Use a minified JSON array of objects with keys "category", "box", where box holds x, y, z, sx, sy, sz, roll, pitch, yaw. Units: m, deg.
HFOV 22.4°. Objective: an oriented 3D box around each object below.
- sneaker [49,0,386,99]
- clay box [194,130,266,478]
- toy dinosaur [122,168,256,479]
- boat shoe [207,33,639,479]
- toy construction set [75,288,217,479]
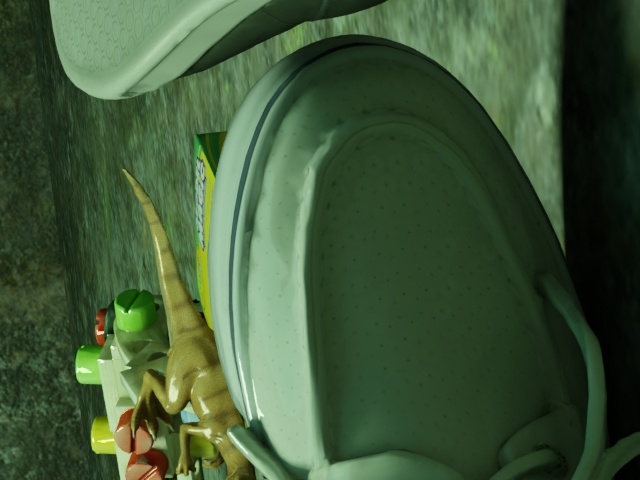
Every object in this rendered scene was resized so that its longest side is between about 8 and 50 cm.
[{"category":"sneaker","box":[0.010,-0.106,0.509,0.295,0.146,0.105,-6,90,63]},{"category":"clay box","box":[-0.038,0.025,0.993,0.222,0.053,0.127,-118,25,-53]},{"category":"toy dinosaur","box":[-0.075,0.067,0.960,0.112,0.064,0.212,-35,74,57]},{"category":"boat shoe","box":[0.054,0.110,0.512,0.156,0.135,0.367,178,82,-76]},{"category":"toy construction set","box":[-0.120,0.163,1.183,0.215,0.151,0.328,-75,-3,-56]}]
